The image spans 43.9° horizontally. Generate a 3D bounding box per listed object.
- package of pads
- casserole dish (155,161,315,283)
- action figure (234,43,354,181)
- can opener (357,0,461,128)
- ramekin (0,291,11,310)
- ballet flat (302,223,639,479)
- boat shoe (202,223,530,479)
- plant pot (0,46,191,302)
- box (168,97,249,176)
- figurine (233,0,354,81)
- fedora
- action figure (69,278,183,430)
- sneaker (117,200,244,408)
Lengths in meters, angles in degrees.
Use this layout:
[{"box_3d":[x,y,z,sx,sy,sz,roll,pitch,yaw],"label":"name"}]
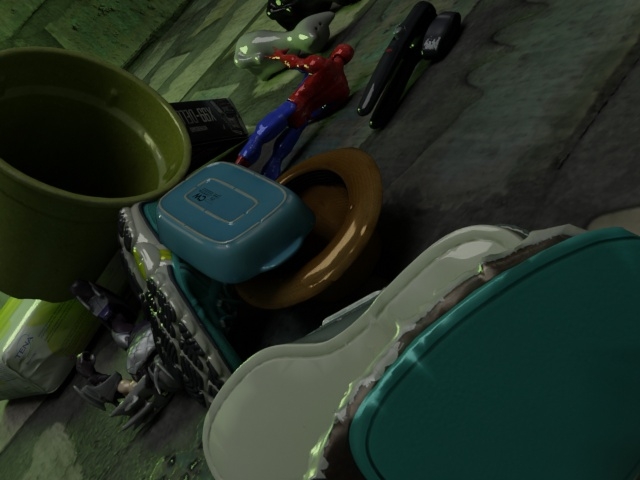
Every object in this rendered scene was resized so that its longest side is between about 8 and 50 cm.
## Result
[{"box_3d":[-0.406,0.102,1.221,0.229,0.101,0.296,-18,37,48],"label":"package of pads"},{"box_3d":[-0.087,-0.026,0.742,0.114,0.037,0.188,-38,37,-20],"label":"casserole dish"},{"box_3d":[-0.063,-0.168,1.096,0.280,0.091,0.139,-50,34,-9],"label":"action figure"},{"box_3d":[0.098,-0.217,0.962,0.186,0.059,0.073,-54,27,-18],"label":"can opener"},{"box_3d":[-0.596,0.113,1.460,0.277,0.135,0.277,-36,26,21],"label":"ramekin"},{"box_3d":[0.039,0.154,0.428,0.409,0.147,0.147,-48,25,-5],"label":"ballet flat"},{"box_3d":[0.041,0.098,0.575,0.319,0.116,0.099,-40,-19,29],"label":"boat shoe"},{"box_3d":[-0.339,-0.063,1.029,0.254,0.276,0.276,-57,14,39],"label":"plant pot"},{"box_3d":[-0.300,-0.118,1.264,0.307,0.076,0.242,-27,-2,30],"label":"box"},{"box_3d":[-0.030,-0.386,1.392,0.209,0.092,0.215,-8,45,47],"label":"figurine"},{"box_3d":[0.000,0.000,0.765,0.194,0.079,0.194,-29,38,25],"label":"fedora"},{"box_3d":[-0.206,0.103,0.915,0.185,0.099,0.285,-40,28,-8],"label":"action figure"},{"box_3d":[-0.121,0.049,0.791,0.110,0.107,0.275,-14,50,-22],"label":"sneaker"}]
